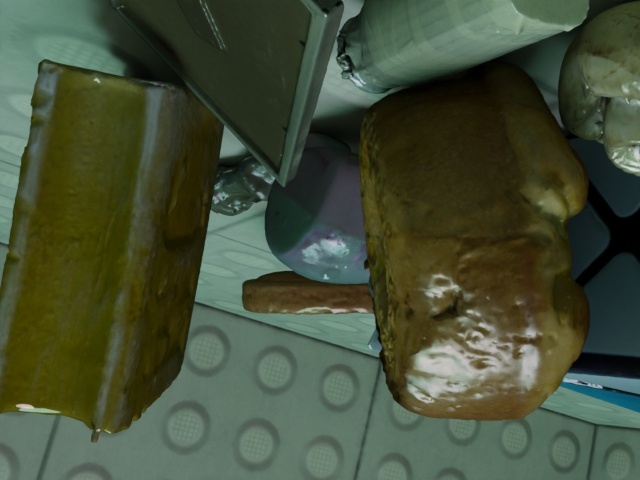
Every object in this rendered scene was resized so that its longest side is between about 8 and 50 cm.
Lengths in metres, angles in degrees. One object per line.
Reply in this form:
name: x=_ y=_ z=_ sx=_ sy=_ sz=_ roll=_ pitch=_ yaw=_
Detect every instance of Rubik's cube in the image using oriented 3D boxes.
Rubik's cube: x=0.357 y=0.035 z=0.786 sx=0.246 sy=0.250 sz=0.248 roll=21 pitch=167 yaw=-27

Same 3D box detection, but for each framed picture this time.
framed picture: x=-0.089 y=-0.171 z=0.618 sx=0.240 sy=0.020 sz=0.324 roll=47 pitch=166 yaw=6

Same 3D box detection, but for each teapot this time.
teapot: x=0.104 y=-0.162 z=0.624 sx=0.107 sy=0.077 sz=0.200 roll=-1 pitch=176 yaw=-32

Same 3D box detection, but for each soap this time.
soap: x=-0.209 y=-0.001 z=0.881 sx=0.156 sy=0.335 sz=0.293 roll=11 pitch=-176 yaw=6

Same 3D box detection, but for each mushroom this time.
mushroom: x=0.240 y=-0.108 z=0.614 sx=0.148 sy=0.112 sz=0.148 roll=18 pitch=162 yaw=6

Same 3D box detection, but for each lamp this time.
lamp: x=0.086 y=0.022 z=1.006 sx=0.301 sy=0.247 sz=0.247 roll=21 pitch=-174 yaw=-29

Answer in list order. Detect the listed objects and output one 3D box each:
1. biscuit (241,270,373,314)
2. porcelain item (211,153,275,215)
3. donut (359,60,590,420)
biscuit: x=0.100 y=0.081 z=1.390 sx=0.455 sy=0.078 sz=0.350 roll=0 pitch=-177 yaw=-13
porcelain item: x=-0.079 y=-0.083 z=1.148 sx=0.081 sy=0.069 sz=0.216 roll=28 pitch=156 yaw=-31
donut: x=0.118 y=0.001 z=0.725 sx=0.150 sy=0.299 sz=0.317 roll=-5 pitch=171 yaw=-2
